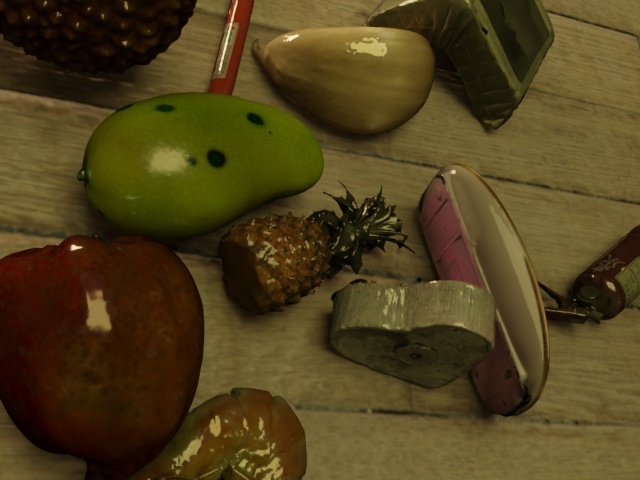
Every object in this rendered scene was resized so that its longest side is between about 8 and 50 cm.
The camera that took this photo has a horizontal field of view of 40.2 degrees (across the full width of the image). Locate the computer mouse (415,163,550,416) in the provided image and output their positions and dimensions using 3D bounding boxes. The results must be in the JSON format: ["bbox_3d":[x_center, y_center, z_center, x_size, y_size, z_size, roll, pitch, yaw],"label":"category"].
[{"bbox_3d":[0.201,0.057,1.061,0.072,0.158,0.310,-11,70,-16],"label":"computer mouse"}]

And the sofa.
[{"bbox_3d":[0.214,-0.307,1.297,0.225,0.176,0.210,53,50,-29],"label":"sofa"}]

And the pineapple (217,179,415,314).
[{"bbox_3d":[0.000,0.000,1.021,0.251,0.125,0.125,-19,75,-38],"label":"pineapple"}]

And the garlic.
[{"bbox_3d":[0.043,-0.225,1.157,0.245,0.145,0.164,2,33,-24],"label":"garlic"}]

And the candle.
[{"bbox_3d":[0.112,0.107,1.003,0.168,0.192,0.068,54,40,-50],"label":"candle"}]

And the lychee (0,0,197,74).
[{"bbox_3d":[-0.263,-0.314,0.960,0.267,0.267,0.267,11,61,-21],"label":"lychee"}]

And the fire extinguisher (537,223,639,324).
[{"bbox_3d":[0.387,0.058,1.213,0.252,0.106,0.075,-32,120,-33],"label":"fire extinguisher"}]

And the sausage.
[{"bbox_3d":[-0.117,-0.242,1.129,0.034,0.034,0.253,18,58,-17],"label":"sausage"}]

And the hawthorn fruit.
[{"bbox_3d":[-0.212,0.119,0.817,0.208,0.208,0.248,-2,83,-27],"label":"hawthorn fruit"}]

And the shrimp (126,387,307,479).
[{"bbox_3d":[-0.126,0.246,0.865,0.267,0.061,0.145,-22,86,-35],"label":"shrimp"}]

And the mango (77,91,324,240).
[{"bbox_3d":[-0.127,-0.090,0.980,0.293,0.143,0.175,-14,53,-37],"label":"mango"}]
